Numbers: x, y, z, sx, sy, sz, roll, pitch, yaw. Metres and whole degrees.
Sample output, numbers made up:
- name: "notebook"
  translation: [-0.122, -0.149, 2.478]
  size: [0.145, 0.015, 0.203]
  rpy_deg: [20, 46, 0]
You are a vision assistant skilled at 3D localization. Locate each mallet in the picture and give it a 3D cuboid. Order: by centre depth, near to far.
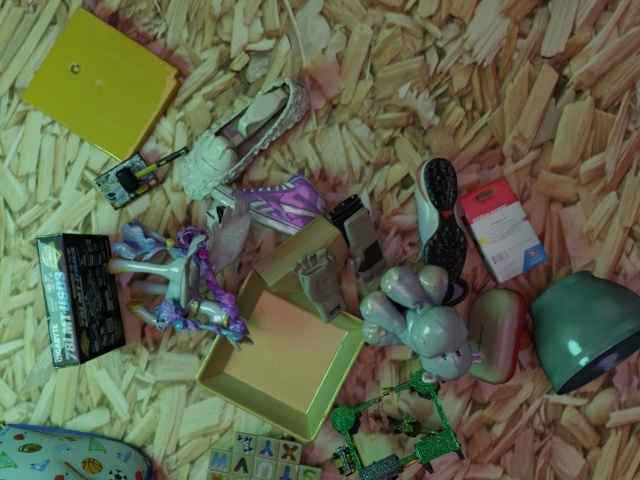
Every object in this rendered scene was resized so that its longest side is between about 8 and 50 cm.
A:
- name: "mallet"
  translation: [-0.411, -0.175, 1.656]
  size: [0.189, 0.039, 0.062]
  rpy_deg: [-21, 118, -5]

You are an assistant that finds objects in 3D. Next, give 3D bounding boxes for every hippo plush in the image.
- name: "hippo plush"
  translation: [0.224, 0.222, 1.499]
  size: [0.234, 0.237, 0.294]
  rpy_deg: [-18, 119, -3]

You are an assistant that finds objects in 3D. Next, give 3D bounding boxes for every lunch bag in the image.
- name: "lunch bag"
  translation: [-0.608, 0.603, 1.547]
  size: [0.385, 0.328, 0.239]
  rpy_deg: [6, 100, -5]

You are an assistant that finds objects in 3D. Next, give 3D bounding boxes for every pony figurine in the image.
- name: "pony figurine"
  translation: [-0.311, 0.076, 1.552]
  size: [0.363, 0.303, 0.351]
  rpy_deg: [17, 121, 18]

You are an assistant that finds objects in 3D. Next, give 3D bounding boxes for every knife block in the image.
- name: "knife block"
  translation: [0.000, 0.000, 1.583]
  size: [0.088, 0.275, 0.242]
  rpy_deg: [41, 119, 43]

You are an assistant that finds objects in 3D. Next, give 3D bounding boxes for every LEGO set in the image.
- name: "LEGO set"
  translation: [0.198, 0.478, 1.624]
  size: [0.331, 0.192, 0.255]
  rpy_deg: [-32, 59, -1]

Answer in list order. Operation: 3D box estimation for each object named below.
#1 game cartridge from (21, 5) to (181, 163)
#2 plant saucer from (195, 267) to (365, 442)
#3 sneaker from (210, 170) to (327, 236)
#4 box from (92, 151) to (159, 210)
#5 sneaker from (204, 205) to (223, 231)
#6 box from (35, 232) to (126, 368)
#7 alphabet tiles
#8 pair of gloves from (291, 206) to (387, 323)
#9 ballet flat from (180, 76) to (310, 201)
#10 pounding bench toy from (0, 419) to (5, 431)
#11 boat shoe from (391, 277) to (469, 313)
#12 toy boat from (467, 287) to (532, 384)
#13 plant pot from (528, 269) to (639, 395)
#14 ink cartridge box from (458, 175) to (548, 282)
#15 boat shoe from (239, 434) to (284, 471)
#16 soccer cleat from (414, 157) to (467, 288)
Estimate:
- name: "game cartridge"
  translation: [-0.553, -0.393, 1.702]
  size: [0.323, 0.053, 0.285]
  rpy_deg: [33, 92, 0]
- name: "plant saucer"
  translation: [-0.091, 0.278, 1.658]
  size: [0.332, 0.081, 0.333]
  rpy_deg: [27, 92, 3]
- name: "sneaker"
  translation: [-0.121, -0.113, 1.658]
  size: [0.281, 0.102, 0.161]
  rpy_deg: [22, 88, -8]
- name: "box"
  translation: [-0.491, -0.149, 1.686]
  size: [0.137, 0.027, 0.094]
  rpy_deg: [-31, 116, 2]
- name: "sneaker"
  translation: [-0.263, -0.030, 1.693]
  size: [0.043, 0.040, 0.109]
  rpy_deg: [-16, 85, 19]
- name: "box"
  translation: [-0.561, 0.131, 1.576]
  size: [0.073, 0.293, 0.296]
  rpy_deg: [-9, 90, 3]
- name: "alphabet tiles"
  translation: [-0.152, 0.651, 1.666]
  size: [0.284, 0.011, 0.343]
  rpy_deg: [10, 100, 2]
- name: "pair of gloves"
  translation: [0.053, 0.057, 1.567]
  size: [0.240, 0.042, 0.204]
  rpy_deg: [-43, 132, -16]
- name: "ballet flat"
  translation: [-0.202, -0.265, 1.640]
  size: [0.409, 0.147, 0.147]
  rpy_deg: [-42, 88, 3]
- name: "pounding bench toy"
  translation: [-0.825, 0.494, 1.708]
  size: [0.083, 0.052, 0.065]
  rpy_deg: [-28, 88, 2]
- name: "boat shoe"
  translation: [0.260, 0.152, 1.642]
  size: [0.232, 0.079, 0.084]
  rpy_deg: [-17, 86, 1]
- name: "toy boat"
  translation: [0.450, 0.232, 1.618]
  size: [0.151, 0.151, 0.231]
  rpy_deg: [8, 91, -27]
- name: "plant pot"
  translation: [0.612, 0.195, 1.544]
  size: [0.293, 0.293, 0.196]
  rpy_deg: [-32, 61, 2]
- name: "ink cartridge box"
  translation: [0.439, -0.027, 1.632]
  size: [0.134, 0.078, 0.231]
  rpy_deg: [-26, 89, 2]
- name: "boat shoe"
  translation: [-0.144, 0.540, 1.676]
  size: [0.137, 0.049, 0.043]
  rpy_deg: [-36, 91, 5]
- name: "soccer cleat"
  translation: [0.285, -0.041, 1.627]
  size: [0.108, 0.116, 0.319]
  rpy_deg: [-6, 94, -10]
